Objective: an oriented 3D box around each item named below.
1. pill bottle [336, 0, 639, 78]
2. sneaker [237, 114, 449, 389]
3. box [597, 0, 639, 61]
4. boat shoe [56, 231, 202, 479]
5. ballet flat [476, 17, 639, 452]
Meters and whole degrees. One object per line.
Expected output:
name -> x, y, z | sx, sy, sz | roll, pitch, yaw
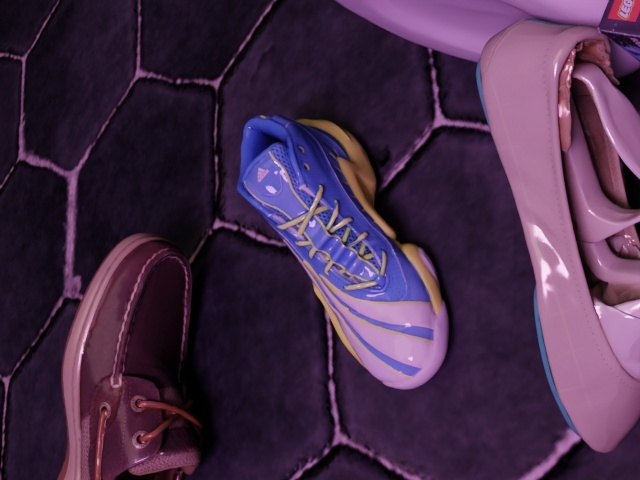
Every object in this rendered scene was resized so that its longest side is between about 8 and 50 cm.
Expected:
pill bottle -> 0.150, -0.321, 0.521 | 0.229, 0.229, 0.408 | 21, 92, 45
sneaker -> 0.000, 0.000, 0.644 | 0.091, 0.126, 0.240 | -45, 51, 25
box -> 0.236, -0.183, 0.446 | 0.044, 0.159, 0.233 | 24, 96, 45
boat shoe -> -0.148, 0.167, 0.757 | 0.123, 0.123, 0.342 | 10, 85, 31
ballet flat -> 0.148, 0.003, 0.466 | 0.086, 0.086, 0.249 | -8, 108, 42
